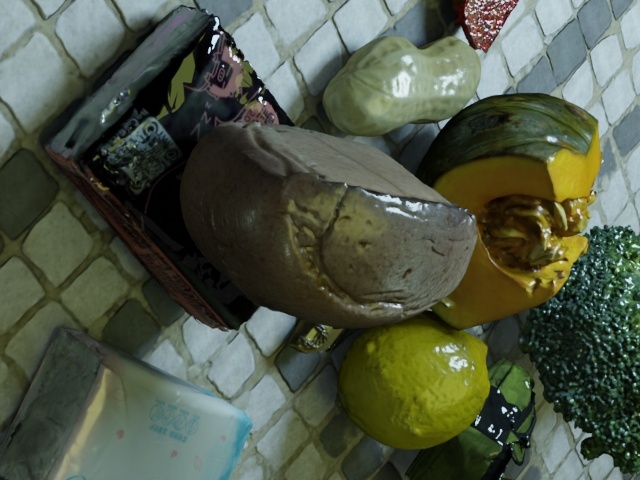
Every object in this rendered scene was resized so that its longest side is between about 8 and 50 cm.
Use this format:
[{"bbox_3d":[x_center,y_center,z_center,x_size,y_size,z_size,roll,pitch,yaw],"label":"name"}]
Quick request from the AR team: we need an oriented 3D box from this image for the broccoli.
[{"bbox_3d":[0.462,0.140,2.034,0.397,0.275,0.353,-36,140,-64],"label":"broccoli"}]

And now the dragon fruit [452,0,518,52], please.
[{"bbox_3d":[0.218,-0.353,1.707,0.106,0.083,0.162,33,90,-34],"label":"dragon fruit"}]

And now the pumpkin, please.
[{"bbox_3d":[0.244,-0.044,1.696,0.225,0.256,0.303,-47,138,-59],"label":"pumpkin"}]

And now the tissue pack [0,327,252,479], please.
[{"bbox_3d":[-0.226,0.241,1.459,0.271,0.124,0.201,32,79,-46],"label":"tissue pack"}]

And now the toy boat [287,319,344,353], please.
[{"bbox_3d":[0.021,0.061,1.682,0.072,0.064,0.206,37,76,-28],"label":"toy boat"}]

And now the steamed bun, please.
[{"bbox_3d":[0.000,0.000,1.342,0.301,0.251,0.199,9,109,-40],"label":"steamed bun"}]

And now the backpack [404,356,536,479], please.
[{"bbox_3d":[0.247,0.297,1.907,0.253,0.140,0.207,-45,168,-49],"label":"backpack"}]

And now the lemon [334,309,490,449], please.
[{"bbox_3d":[0.130,0.197,1.740,0.231,0.192,0.192,-20,123,-8],"label":"lemon"}]

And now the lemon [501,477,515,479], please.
[{"bbox_3d":[0.301,0.490,2.045,0.244,0.187,0.187,48,68,-10],"label":"lemon"}]

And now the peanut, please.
[{"bbox_3d":[0.113,-0.211,1.635,0.274,0.111,0.125,-19,108,-44],"label":"peanut"}]

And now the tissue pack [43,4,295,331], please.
[{"bbox_3d":[-0.137,-0.075,1.429,0.245,0.123,0.332,-50,131,-14],"label":"tissue pack"}]
